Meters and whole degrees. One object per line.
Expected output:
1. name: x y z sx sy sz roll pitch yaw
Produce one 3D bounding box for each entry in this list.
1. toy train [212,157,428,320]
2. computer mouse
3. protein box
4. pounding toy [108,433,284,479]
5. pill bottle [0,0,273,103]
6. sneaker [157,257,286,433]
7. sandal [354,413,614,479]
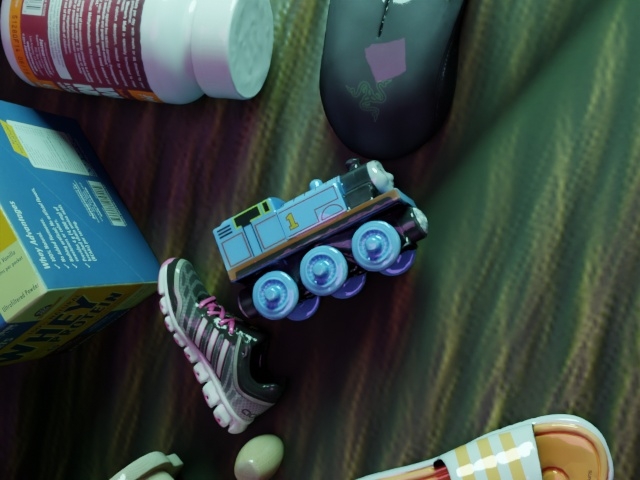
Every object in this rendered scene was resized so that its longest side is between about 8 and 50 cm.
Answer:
1. toy train: 0.000 0.000 0.762 0.184 0.080 0.105 -27 76 16
2. computer mouse: 0.057 -0.206 0.747 0.188 0.072 0.272 7 92 16
3. protein box: -0.277 -0.006 0.782 0.136 0.201 0.200 -35 80 14
4. pounding toy: -0.137 0.286 0.761 0.155 0.154 0.269 43 102 13
5. pill bottle: -0.163 -0.187 0.790 0.221 0.121 0.121 9 92 17
6. sneaker: -0.085 0.085 0.796 0.074 0.063 0.170 -28 87 16
7. sandal: 0.112 0.226 0.724 0.265 0.076 0.102 -22 84 16
